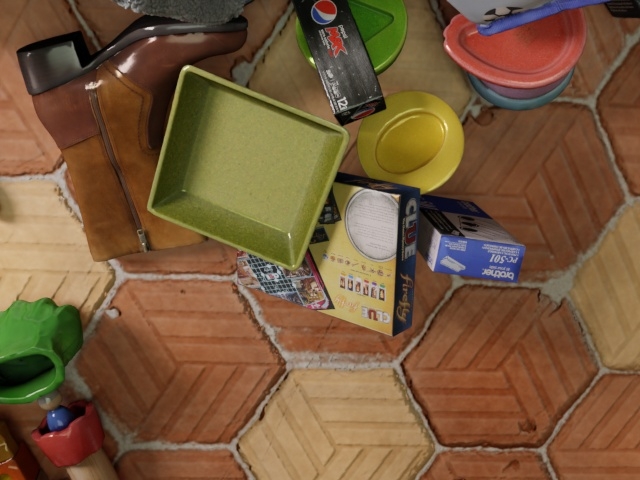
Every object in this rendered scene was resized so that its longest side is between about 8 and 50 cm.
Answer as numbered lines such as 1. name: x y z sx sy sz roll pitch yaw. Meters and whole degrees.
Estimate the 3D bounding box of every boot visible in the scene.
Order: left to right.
1. boot: -0.183 -0.112 0.915 0.264 0.096 0.280 -15 117 -1

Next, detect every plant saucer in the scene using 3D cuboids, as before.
1. plant saucer: -0.079 -0.082 0.870 0.188 0.045 0.188 22 122 1

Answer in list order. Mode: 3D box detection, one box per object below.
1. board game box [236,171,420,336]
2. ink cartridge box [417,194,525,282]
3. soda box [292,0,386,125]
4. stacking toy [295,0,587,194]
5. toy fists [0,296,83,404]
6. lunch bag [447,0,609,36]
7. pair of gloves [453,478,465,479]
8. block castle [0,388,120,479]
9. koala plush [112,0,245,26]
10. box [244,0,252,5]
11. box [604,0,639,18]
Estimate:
1. board game box: 0.000 0.000 0.927 0.243 0.042 0.165 16 113 37
2. ink cartridge box: 0.160 -0.008 0.936 0.097 0.207 0.046 8 105 -7
3. soda box: 0.018 -0.218 0.879 0.060 0.053 0.168 -21 81 6
4. stacking toy: 0.137 -0.222 0.954 0.309 0.130 0.279 -38 79 3
5. toy fists: -0.422 0.161 0.971 0.279 0.142 0.096 -25 123 2
6. lunch bag: 0.153 -0.446 0.738 0.328 0.239 0.385 22 74 -41
7. pair of gloves: 0.178 0.386 1.152 0.083 0.010 0.074 -11 105 -5
8. block castle: -0.474 0.365 0.939 0.454 0.303 0.212 -22 105 1
9. koala plush: -0.190 -0.342 0.768 0.203 0.221 0.196 -6 133 -34
10. box: -0.083 -0.371 0.894 0.220 0.051 0.175 -29 106 3
11. box: 0.380 -0.369 0.913 0.156 0.093 0.158 -38 106 6
